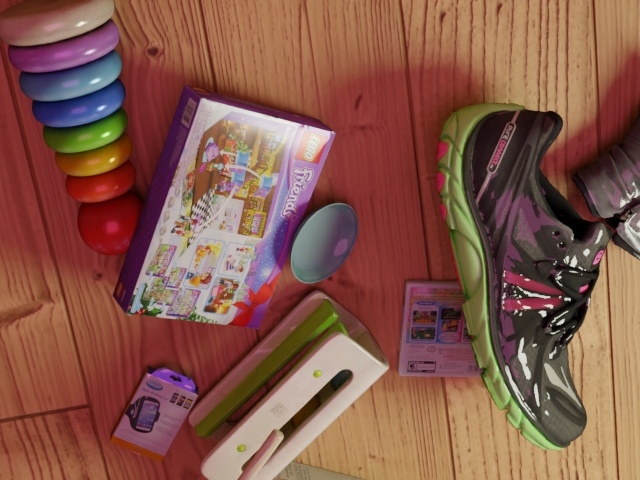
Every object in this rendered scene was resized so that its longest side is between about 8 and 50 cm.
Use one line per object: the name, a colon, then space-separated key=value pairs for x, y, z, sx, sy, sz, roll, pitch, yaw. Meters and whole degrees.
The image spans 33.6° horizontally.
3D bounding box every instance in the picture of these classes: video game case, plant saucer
video game case: x=0.192 y=0.126 z=1.499 sx=0.157 sy=0.019 sz=0.143 roll=2 pitch=109 yaw=-6
plant saucer: x=0.000 y=0.000 z=1.406 sx=0.119 sy=0.021 sz=0.119 roll=-27 pitch=134 yaw=-32

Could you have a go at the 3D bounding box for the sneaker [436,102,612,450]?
sneaker: x=0.284 y=0.056 z=1.369 sx=0.202 sy=0.185 sz=0.482 roll=-12 pitch=106 yaw=13

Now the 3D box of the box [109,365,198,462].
box: x=-0.230 y=0.238 z=1.488 sx=0.081 sy=0.028 sz=0.136 roll=26 pitch=102 yaw=-14

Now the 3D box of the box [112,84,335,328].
box: x=-0.123 y=-0.034 z=1.349 sx=0.201 sy=0.057 sz=0.293 roll=11 pitch=109 yaw=-35

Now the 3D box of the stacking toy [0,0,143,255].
stacking toy: x=-0.282 y=-0.133 z=1.304 sx=0.141 sy=0.141 sz=0.330 roll=-13 pitch=116 yaw=-2

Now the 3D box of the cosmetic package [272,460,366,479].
cosmetic package: x=0.044 y=0.436 z=1.533 sx=0.296 sy=0.129 sz=0.153 roll=16 pitch=106 yaw=-12

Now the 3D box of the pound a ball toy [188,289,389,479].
pound a ball toy: x=-0.047 y=0.253 z=1.416 sx=0.319 sy=0.208 sz=0.136 roll=-46 pitch=119 yaw=9

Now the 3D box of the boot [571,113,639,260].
boot: x=0.519 y=-0.044 z=1.439 sx=0.338 sy=0.118 sz=0.222 roll=40 pitch=104 yaw=-6
